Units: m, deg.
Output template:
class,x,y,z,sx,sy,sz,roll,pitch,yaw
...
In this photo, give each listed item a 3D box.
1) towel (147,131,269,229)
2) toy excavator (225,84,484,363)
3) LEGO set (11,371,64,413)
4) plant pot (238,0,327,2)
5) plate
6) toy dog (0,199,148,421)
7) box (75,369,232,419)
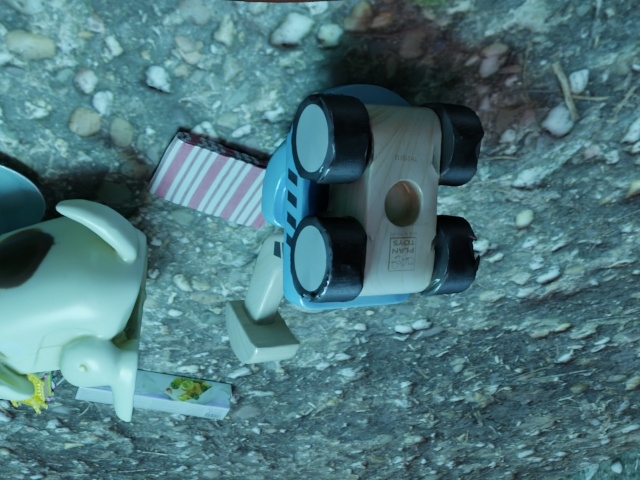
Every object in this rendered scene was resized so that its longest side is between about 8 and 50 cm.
class,x,y,z,sx,sy,sz,roll,pitch,yaw
towel,-0.145,-0.087,1.266,0.197,0.029,0.144,19,141,-20
toy excavator,0.000,0.000,1.205,0.222,0.433,0.445,-2,-170,-28
LEGO set,-0.574,0.270,1.746,0.132,0.107,0.287,45,140,-1
plant pot,-0.086,-0.355,0.696,0.235,0.267,0.267,-7,147,30
plate,-0.509,-0.072,1.286,0.188,0.024,0.188,0,146,0
toy dog,-0.469,0.093,1.261,0.408,0.284,0.395,4,150,-10
box,-0.352,0.322,1.820,0.324,0.063,0.067,11,142,-16
